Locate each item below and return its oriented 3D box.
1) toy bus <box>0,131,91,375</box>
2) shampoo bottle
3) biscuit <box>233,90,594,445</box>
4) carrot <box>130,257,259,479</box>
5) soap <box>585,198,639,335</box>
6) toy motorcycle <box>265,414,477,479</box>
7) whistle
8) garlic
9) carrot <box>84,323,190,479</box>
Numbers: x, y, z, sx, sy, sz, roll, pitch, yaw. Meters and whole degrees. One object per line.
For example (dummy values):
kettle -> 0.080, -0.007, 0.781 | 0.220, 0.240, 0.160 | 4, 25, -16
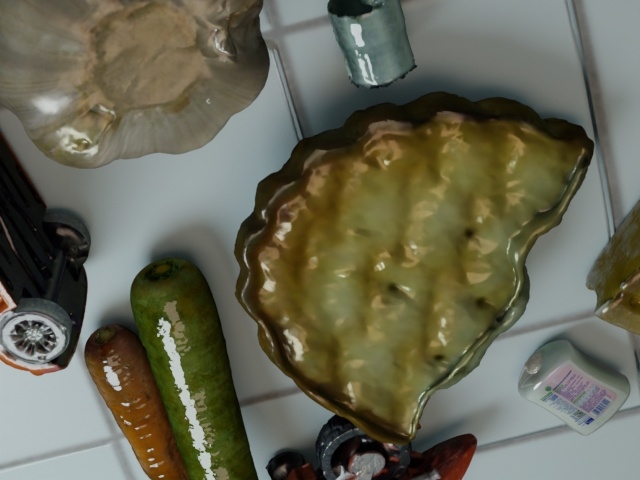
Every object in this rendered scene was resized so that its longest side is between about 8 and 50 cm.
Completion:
toy bus -> -0.311, -0.032, 1.483 | 0.153, 0.143, 0.329 | -17, 126, 16
shampoo bottle -> 0.233, 0.135, 1.717 | 0.099, 0.043, 0.072 | 31, 114, -24
biscuit -> 0.095, 0.010, 1.581 | 0.335, 0.078, 0.329 | -30, 126, 0
carrot -> -0.096, 0.182, 1.655 | 0.074, 0.074, 0.358 | -14, 113, 2
soap -> 0.374, 0.042, 1.654 | 0.232, 0.073, 0.140 | 22, 120, -20
toy motorcycle -> 0.018, 0.280, 1.760 | 0.171, 0.089, 0.298 | 22, 118, -22
whistle -> 0.010, -0.261, 1.411 | 0.062, 0.062, 0.312 | -16, 124, 4
garlic -> -0.150, -0.166, 1.400 | 0.228, 0.152, 0.228 | -4, 109, -11
carrot -> -0.158, 0.174, 1.690 | 0.059, 0.059, 0.248 | -17, 127, 4
